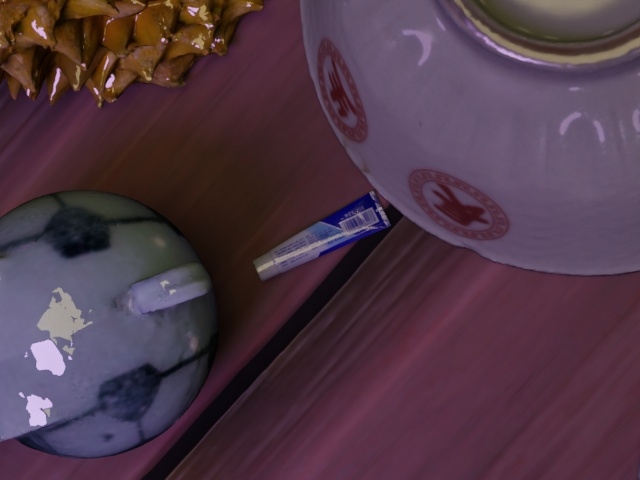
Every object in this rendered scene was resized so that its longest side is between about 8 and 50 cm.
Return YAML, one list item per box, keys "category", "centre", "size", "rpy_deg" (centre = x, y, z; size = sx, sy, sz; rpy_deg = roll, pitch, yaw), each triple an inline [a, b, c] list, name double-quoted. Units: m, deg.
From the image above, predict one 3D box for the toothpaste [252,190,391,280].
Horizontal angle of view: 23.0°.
- category: "toothpaste"
  centre: [0.000, 0.000, 0.931]
  size: [0.083, 0.015, 0.024]
  rpy_deg: [-28, 80, 2]

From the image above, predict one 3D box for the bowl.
- category: "bowl"
  centre: [0.138, -0.150, 0.842]
  size: [0.337, 0.157, 0.337]
  rpy_deg: [-1, 87, 11]

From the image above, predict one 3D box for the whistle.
- category: "whistle"
  centre: [-0.156, 0.056, 0.908]
  size: [0.290, 0.163, 0.163]
  rpy_deg: [-21, 80, 47]

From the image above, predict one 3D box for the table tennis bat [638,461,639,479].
- category: "table tennis bat"
  centre: [0.244, 0.171, 0.861]
  size: [0.124, 0.033, 0.201]
  rpy_deg: [-10, 82, 12]

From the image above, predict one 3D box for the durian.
- category: "durian"
  centre: [-0.160, -0.156, 0.888]
  size: [0.305, 0.195, 0.185]
  rpy_deg: [-34, 87, 5]
